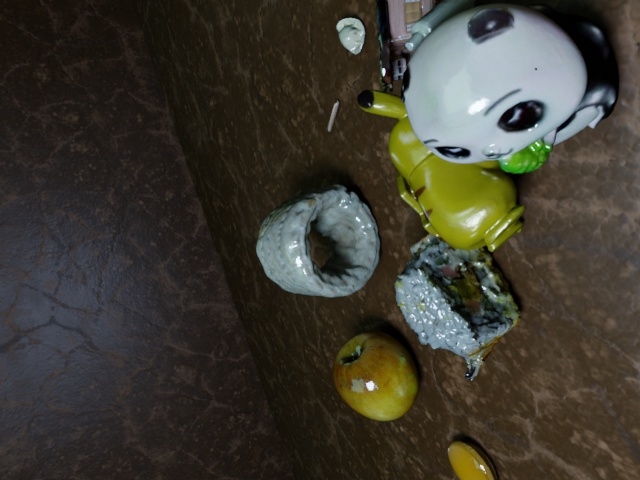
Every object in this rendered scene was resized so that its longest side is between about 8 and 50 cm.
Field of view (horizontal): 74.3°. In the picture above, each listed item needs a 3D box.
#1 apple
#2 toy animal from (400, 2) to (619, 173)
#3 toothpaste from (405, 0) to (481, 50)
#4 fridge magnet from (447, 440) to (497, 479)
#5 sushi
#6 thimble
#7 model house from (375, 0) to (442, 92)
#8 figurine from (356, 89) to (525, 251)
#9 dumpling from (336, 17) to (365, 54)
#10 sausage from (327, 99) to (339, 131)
[{"bbox_3d":[0.149,0.366,1.133,0.207,0.237,0.237,48,157,-18],"label":"apple"},{"bbox_3d":[0.242,-0.190,0.548,0.213,0.267,0.212,35,138,39],"label":"toy animal"},{"bbox_3d":[0.196,-0.329,0.579,0.038,0.233,0.060,54,164,-29],"label":"toothpaste"},{"bbox_3d":[0.372,0.557,1.032,0.143,0.063,0.143,42,142,44],"label":"fridge magnet"},{"bbox_3d":[0.261,0.113,0.796,0.274,0.184,0.139,58,152,15],"label":"sushi"},{"bbox_3d":[0.000,0.000,1.086,0.195,0.292,0.291,-7,102,55],"label":"thimble"},{"bbox_3d":[0.168,-0.407,0.699,0.207,0.154,0.293,-46,-48,-73],"label":"model house"},{"bbox_3d":[0.215,-0.123,0.745,0.326,0.169,0.218,66,-165,21],"label":"figurine"},{"bbox_3d":[0.070,-0.445,0.911,0.059,0.043,0.077,-44,53,42],"label":"dumpling"},{"bbox_3d":[0.032,-0.319,1.086,0.015,0.015,0.100,55,149,25],"label":"sausage"}]
